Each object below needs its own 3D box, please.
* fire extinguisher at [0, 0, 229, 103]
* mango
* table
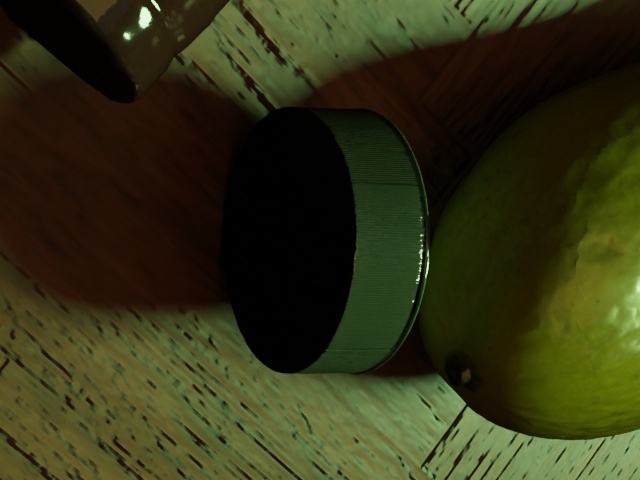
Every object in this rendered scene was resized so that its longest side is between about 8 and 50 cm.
[{"bbox_3d":[-0.026,-0.228,0.904,0.135,0.114,0.337,38,76,13],"label":"fire extinguisher"},{"bbox_3d":[0.192,-0.002,1.069,0.331,0.142,0.195,-22,116,-30],"label":"mango"},{"bbox_3d":[0.000,0.000,0.952,0.043,0.133,0.133,1,100,-31],"label":"table"}]
